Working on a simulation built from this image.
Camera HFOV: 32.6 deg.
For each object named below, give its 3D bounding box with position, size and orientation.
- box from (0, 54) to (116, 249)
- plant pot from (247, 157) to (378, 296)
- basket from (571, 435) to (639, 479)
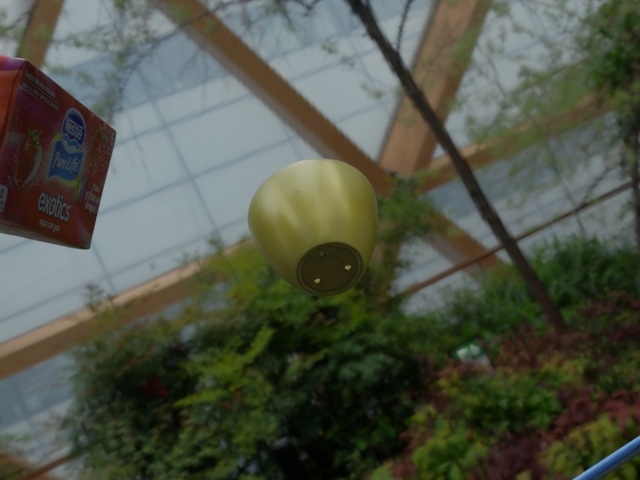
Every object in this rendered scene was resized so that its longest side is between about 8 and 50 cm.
[{"bbox_3d":[-0.274,-0.073,0.917,0.128,0.123,0.257,11,-5,6],"label":"box"},{"bbox_3d":[0.000,0.000,1.084,0.134,0.134,0.095,-27,37,8],"label":"plant pot"},{"bbox_3d":[0.122,0.242,0.486,0.289,0.255,0.201,-27,-26,1],"label":"basket"}]
